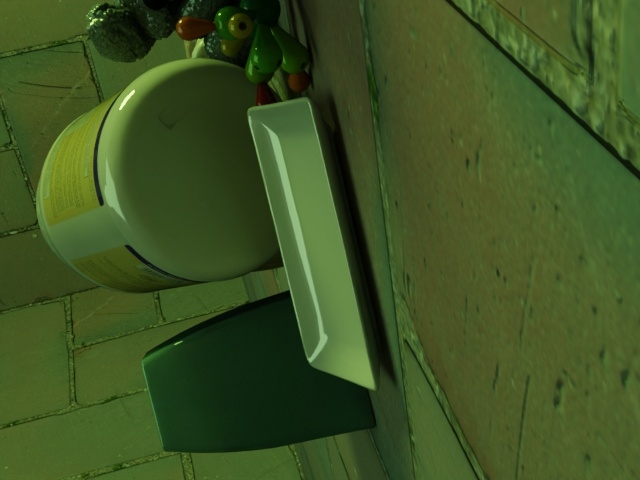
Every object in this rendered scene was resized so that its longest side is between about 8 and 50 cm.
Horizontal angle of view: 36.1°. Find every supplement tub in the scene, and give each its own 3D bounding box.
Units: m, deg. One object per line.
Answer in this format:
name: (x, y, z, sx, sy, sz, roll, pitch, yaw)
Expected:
supplement tub: (-0.190, -0.061, 1.157, 0.331, 0.241, 0.241, -10, 94, 58)

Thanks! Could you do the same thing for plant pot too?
plant pot: (-0.080, 0.154, 1.141, 0.165, 0.234, 0.165, 171, 85, -83)

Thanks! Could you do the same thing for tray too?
tray: (0.000, 0.000, 0.924, 0.145, 0.030, 0.270, 6, 112, 62)

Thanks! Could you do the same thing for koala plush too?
koala plush: (-0.163, -0.306, 1.028, 0.221, 0.196, 0.203, 51, -135, -80)

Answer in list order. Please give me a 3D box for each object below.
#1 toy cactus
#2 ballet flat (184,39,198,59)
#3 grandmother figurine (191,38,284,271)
toy cactus: (-0.067, -0.228, 0.900, 0.219, 0.112, 0.180, 67, -164, -68)
ballet flat: (-0.160, -0.367, 1.378, 0.106, 0.107, 0.316, 24, 136, 56)
grandmother figurine: (-0.098, -0.133, 1.313, 0.208, 0.104, 0.342, -23, 77, 55)
